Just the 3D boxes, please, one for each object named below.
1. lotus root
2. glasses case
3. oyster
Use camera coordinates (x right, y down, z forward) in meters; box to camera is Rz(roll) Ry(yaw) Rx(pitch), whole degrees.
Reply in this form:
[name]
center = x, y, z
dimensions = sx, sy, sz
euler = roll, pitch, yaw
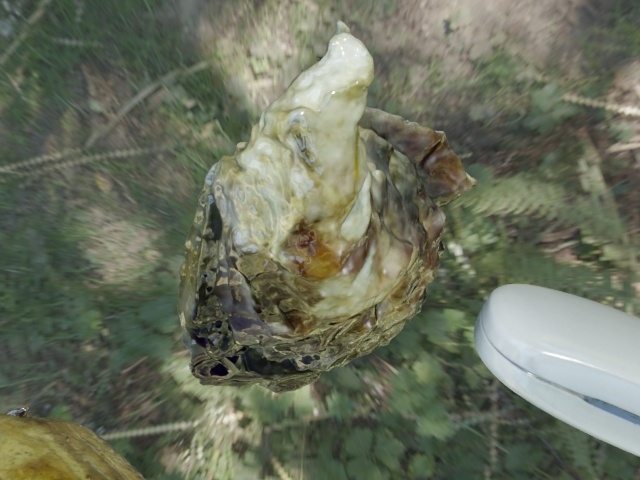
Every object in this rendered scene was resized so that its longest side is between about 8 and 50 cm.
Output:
[lotus root]
center = -0.151, 0.200, 0.952
dimensions = 0.145, 0.260, 0.128
euler = -2, 125, -39
[glasses case]
center = 0.199, 0.090, 0.912
dimensions = 0.233, 0.092, 0.059
euler = 22, 113, -7
[oyster]
center = 0.008, 0.007, 0.920
dimensions = 0.100, 0.271, 0.275
euler = 39, 111, 22
